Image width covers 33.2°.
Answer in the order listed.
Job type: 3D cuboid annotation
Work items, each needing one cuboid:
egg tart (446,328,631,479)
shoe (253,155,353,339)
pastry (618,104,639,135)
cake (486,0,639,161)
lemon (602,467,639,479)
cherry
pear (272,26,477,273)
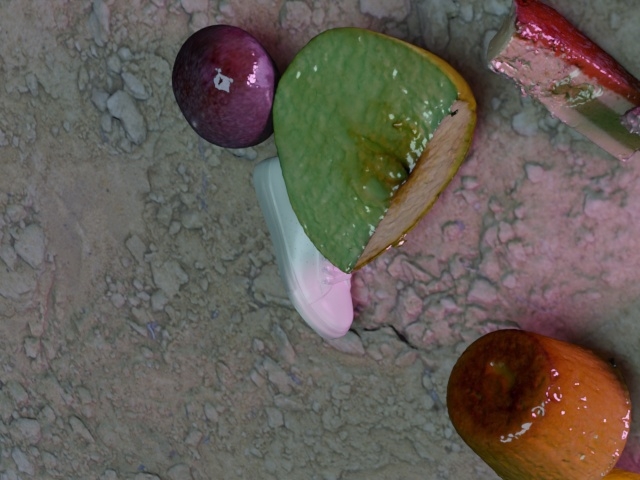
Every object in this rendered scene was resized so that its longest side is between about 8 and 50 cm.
[{"bbox_3d":[0.251,0.192,1.275,0.202,0.147,0.202,-24,49,31],"label":"egg tart"},{"bbox_3d":[0.000,0.000,1.446,0.110,0.095,0.265,-23,91,34],"label":"shoe"},{"bbox_3d":[0.444,-0.180,1.104,0.112,0.103,0.265,45,121,3],"label":"pastry"},{"bbox_3d":[0.288,-0.195,1.235,0.220,0.117,0.086,27,128,-16],"label":"cake"},{"bbox_3d":[0.345,0.363,1.307,0.193,0.180,0.180,-34,87,45],"label":"lemon"},{"bbox_3d":[-0.120,-0.200,1.412,0.140,0.176,0.176,-26,92,-6],"label":"cherry"},{"bbox_3d":[0.055,-0.140,1.339,0.239,0.139,0.288,41,121,19],"label":"pear"}]
